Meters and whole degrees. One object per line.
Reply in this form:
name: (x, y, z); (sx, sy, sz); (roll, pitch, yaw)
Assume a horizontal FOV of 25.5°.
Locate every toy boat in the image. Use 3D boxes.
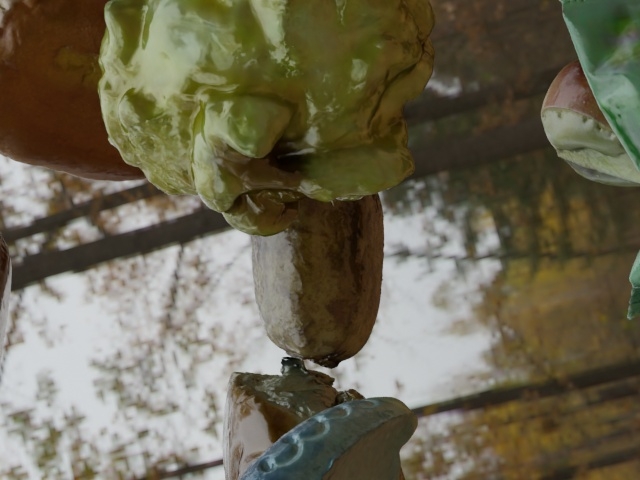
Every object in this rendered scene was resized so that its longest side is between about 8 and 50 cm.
toy boat: (-0.014, 0.287, 1.524); (0.330, 0.123, 0.215); (-31, -50, -50)

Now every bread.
bread: (-0.206, -0.163, 1.267); (0.156, 0.204, 0.288); (42, -164, 35)
bread: (-0.014, 0.295, 1.834); (0.250, 0.224, 0.279); (-126, 22, -65)

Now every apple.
apple: (0.419, -0.168, 1.971); (0.207, 0.188, 0.174); (23, -100, -46)

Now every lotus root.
lotus root: (0.000, 0.000, 1.455); (0.145, 0.128, 0.260); (17, -107, -49)

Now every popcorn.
popcorn: (-0.044, -0.129, 1.000); (0.255, 0.256, 0.195); (62, -158, 2)

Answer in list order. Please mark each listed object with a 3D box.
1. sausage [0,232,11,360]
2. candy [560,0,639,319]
sausage: (-0.191, 0.029, 0.673); (0.289, 0.086, 0.086); (-141, 32, -74)
candy: (0.376, -0.122, 1.310); (0.172, 0.262, 0.398); (-73, -34, -60)
